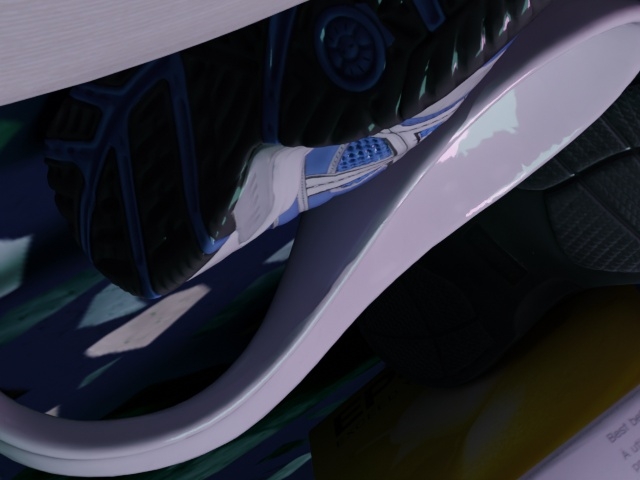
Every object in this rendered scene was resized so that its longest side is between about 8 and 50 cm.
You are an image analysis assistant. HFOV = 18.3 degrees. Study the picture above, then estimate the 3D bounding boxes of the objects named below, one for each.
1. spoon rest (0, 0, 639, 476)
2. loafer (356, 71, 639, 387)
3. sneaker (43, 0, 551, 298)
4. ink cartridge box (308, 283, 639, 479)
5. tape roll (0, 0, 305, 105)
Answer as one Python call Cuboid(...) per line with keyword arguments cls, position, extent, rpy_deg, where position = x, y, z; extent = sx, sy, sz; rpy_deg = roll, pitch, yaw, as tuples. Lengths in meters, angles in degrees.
Cuboid(cls="spoon rest", position=(0.000, 0.000, 0.670), extent=(0.276, 0.084, 0.137), rpy_deg=(-29, 166, -8))
Cuboid(cls="loafer", position=(0.110, -0.023, 0.858), extent=(0.084, 0.096, 0.267), rpy_deg=(-45, -175, -40))
Cuboid(cls="sneaker", position=(0.005, -0.059, 0.512), extent=(0.081, 0.080, 0.211), rpy_deg=(-28, 177, -41))
Cuboid(cls="ink cartridge box", position=(0.126, 0.043, 0.958), extent=(0.303, 0.072, 0.307), rpy_deg=(-41, -162, 9))
Cuboid(cls="tape roll", position=(0.019, -0.147, 0.226), extent=(0.392, 0.072, 0.392), rpy_deg=(-30, 167, -8))
